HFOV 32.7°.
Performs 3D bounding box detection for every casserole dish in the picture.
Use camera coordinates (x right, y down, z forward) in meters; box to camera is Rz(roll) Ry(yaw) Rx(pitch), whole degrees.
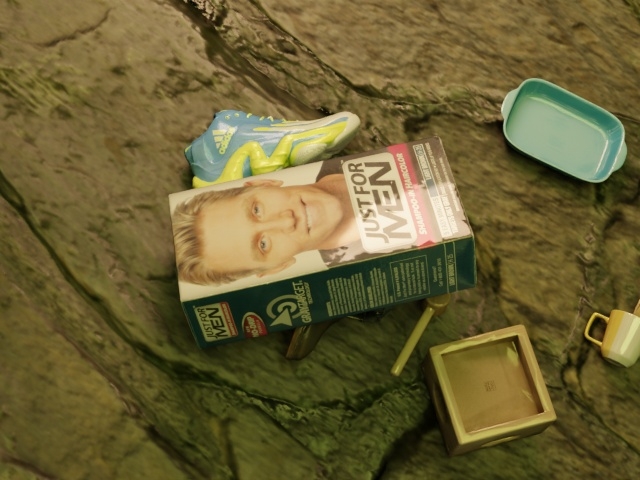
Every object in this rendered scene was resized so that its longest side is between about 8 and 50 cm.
[{"bbox_3d":[0.335,-0.149,1.527,0.188,0.037,0.114,26,73,-3],"label":"casserole dish"}]

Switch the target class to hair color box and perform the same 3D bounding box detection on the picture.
[{"bbox_3d":[0.000,0.000,1.328,0.347,0.105,0.174,-13,51,0],"label":"hair color box"}]

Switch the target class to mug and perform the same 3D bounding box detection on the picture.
[{"bbox_3d":[0.401,0.133,1.462,0.062,0.078,0.064,32,80,-34],"label":"mug"}]

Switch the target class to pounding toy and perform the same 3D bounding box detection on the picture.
[{"bbox_3d":[0.173,0.163,1.395,0.181,0.094,0.206,-13,69,-8],"label":"pounding toy"}]

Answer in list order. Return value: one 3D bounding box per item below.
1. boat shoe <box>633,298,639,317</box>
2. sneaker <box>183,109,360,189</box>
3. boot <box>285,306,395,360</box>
[{"bbox_3d":[0.476,0.026,1.494,0.072,0.068,0.190,19,73,8],"label":"boat shoe"},{"bbox_3d":[-0.070,-0.136,1.426,0.240,0.091,0.126,-29,82,-15],"label":"sneaker"},{"bbox_3d":[0.046,0.080,1.395,0.106,0.082,0.219,32,71,2],"label":"boot"}]
